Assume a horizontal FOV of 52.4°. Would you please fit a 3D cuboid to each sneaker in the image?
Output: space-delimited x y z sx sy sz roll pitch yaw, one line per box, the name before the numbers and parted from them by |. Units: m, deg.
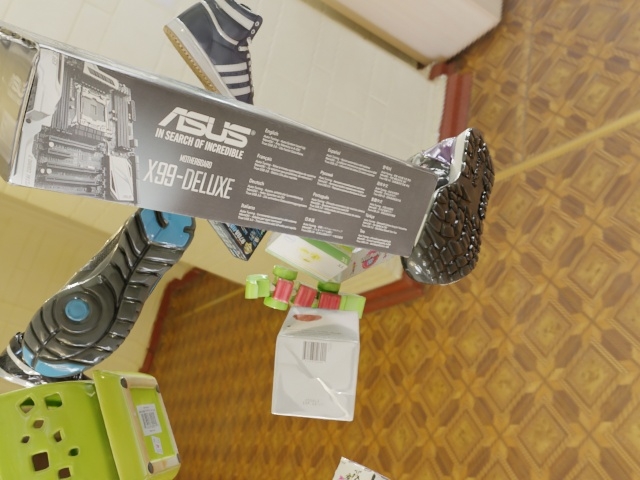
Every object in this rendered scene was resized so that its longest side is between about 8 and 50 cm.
sneaker | 0.131 -0.032 0.814 0.124 0.107 0.283 -15 26 33
sneaker | -0.156 -0.337 1.227 0.153 0.282 0.099 -44 48 -6
sneaker | -0.519 0.249 1.300 0.121 0.217 0.079 -51 33 16
sneaker | -0.320 0.072 1.026 0.341 0.125 0.139 -46 13 -4

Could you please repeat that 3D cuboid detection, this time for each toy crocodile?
toy crocodile | -0.038 0.148 1.733 0.105 0.340 0.115 -152 79 -73

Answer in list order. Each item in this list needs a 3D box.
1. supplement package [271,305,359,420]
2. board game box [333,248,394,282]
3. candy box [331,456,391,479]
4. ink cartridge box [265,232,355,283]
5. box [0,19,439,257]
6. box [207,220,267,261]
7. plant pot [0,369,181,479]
supplement package | -0.003 0.268 1.487 0.293 0.177 0.175 -67 -19 -83
board game box | 0.031 -0.036 1.783 0.303 0.224 0.097 38 132 31
candy box | 0.074 0.633 1.538 0.165 0.070 0.196 -10 51 63
ink cartridge box | 0.000 0.000 1.469 0.235 0.171 0.056 -39 25 53
box | -0.100 -0.079 0.500 0.242 0.307 0.076 31 105 49
box | -0.191 -0.080 1.586 0.051 0.220 0.175 17 64 30
plant pot | -0.363 0.326 1.049 0.228 0.207 0.227 63 -174 -75
